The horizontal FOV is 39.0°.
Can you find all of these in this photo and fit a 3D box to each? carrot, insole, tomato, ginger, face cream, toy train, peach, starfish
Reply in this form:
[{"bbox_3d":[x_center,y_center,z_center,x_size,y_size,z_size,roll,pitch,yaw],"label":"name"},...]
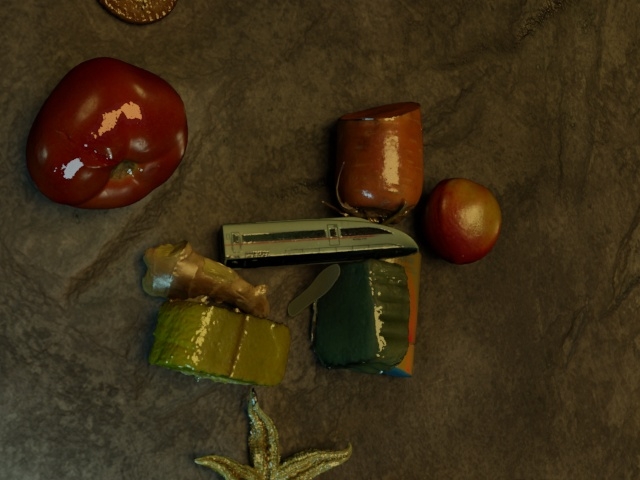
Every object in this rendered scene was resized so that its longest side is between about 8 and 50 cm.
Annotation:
[{"bbox_3d":[0.124,-0.146,1.940,0.214,0.193,0.331,1,90,-65],"label":"carrot"},{"bbox_3d":[-0.014,0.104,1.877,0.002,0.152,0.053,31,26,-45],"label":"insole"},{"bbox_3d":[-0.386,-0.192,1.618,0.298,0.299,0.226,-21,62,-31],"label":"tomato"},{"bbox_3d":[-0.219,0.094,1.772,0.294,0.086,0.131,30,99,-29],"label":"ginger"},{"bbox_3d":[0.159,0.156,2.001,0.139,0.067,0.285,12,78,-34],"label":"face cream"},{"bbox_3d":[0.000,0.000,1.845,0.406,0.086,0.088,-3,72,-12],"label":"toy train"},{"bbox_3d":[0.317,-0.035,2.055,0.197,0.197,0.197,4,82,-30],"label":"peach"},{"bbox_3d":[-0.112,0.499,1.791,0.347,0.078,0.358,39,66,-21],"label":"starfish"}]

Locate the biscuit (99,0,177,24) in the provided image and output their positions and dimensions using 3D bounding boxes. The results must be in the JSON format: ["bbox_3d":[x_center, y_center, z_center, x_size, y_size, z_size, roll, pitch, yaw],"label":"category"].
[{"bbox_3d":[-0.367,-0.521,1.796,0.187,0.027,0.188,4,81,-29],"label":"biscuit"}]

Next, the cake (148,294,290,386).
[{"bbox_3d":[-0.191,0.198,1.722,0.260,0.179,0.156,22,77,-35],"label":"cake"}]

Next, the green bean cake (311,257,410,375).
[{"bbox_3d":[0.082,0.162,1.873,0.124,0.222,0.227,13,74,-35],"label":"green bean cake"}]
